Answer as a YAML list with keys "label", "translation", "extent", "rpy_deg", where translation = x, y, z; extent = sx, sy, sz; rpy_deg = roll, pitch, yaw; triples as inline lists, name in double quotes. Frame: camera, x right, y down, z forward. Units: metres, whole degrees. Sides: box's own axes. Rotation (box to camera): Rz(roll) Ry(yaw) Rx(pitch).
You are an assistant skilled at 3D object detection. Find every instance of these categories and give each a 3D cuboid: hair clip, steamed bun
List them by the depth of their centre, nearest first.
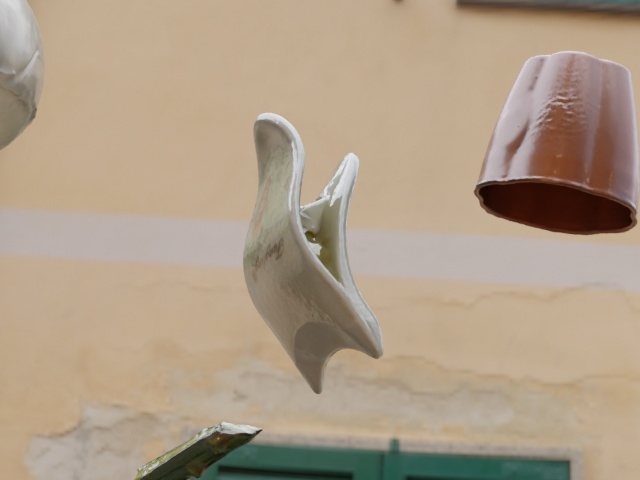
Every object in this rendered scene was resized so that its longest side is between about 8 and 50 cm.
- label: "steamed bun"
  translation: [-0.285, -0.137, 0.894]
  extent: [0.177, 0.130, 0.228]
  rpy_deg: [-4, -13, -8]
- label: "hair clip"
  translation: [-0.017, 0.004, 1.339]
  extent: [0.113, 0.282, 0.172]
  rpy_deg: [8, -21, -21]

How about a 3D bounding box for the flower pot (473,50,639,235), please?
- label: "flower pot"
  translation: [0.280, -0.112, 1.447]
  extent: [0.191, 0.173, 0.190]
  rpy_deg: [12, -16, 3]

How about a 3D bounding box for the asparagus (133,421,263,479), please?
- label: "asparagus"
  translation: [-0.077, 0.130, 0.760]
  extent: [0.108, 0.025, 0.021]
  rpy_deg: [-33, -77, 26]
